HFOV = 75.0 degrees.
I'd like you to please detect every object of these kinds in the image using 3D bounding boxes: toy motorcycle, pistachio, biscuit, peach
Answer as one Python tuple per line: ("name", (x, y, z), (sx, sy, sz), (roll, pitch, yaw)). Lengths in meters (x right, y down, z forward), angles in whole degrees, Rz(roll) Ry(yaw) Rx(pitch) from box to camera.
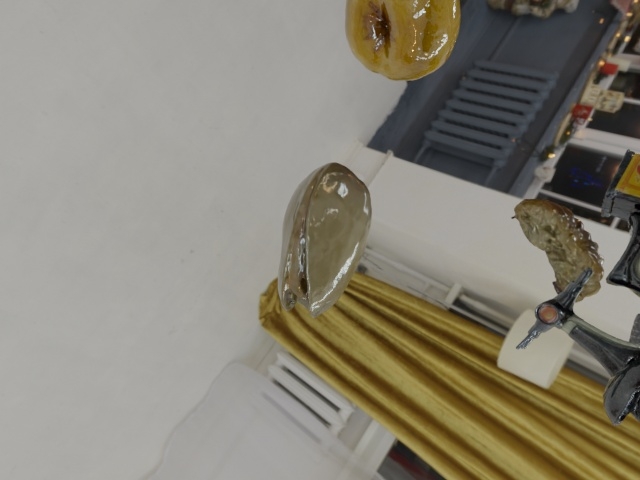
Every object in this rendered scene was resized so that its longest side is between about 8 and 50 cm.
("toy motorcycle", (0.323, 0.051, 0.416), (0.262, 0.157, 0.091), (-60, 144, -4))
("pistachio", (0.000, 0.000, 0.601), (0.136, 0.136, 0.225), (12, 94, -57))
("biscuit", (0.402, 0.001, 0.683), (0.118, 0.182, 0.061), (-20, 163, -32))
("peach", (0.110, -0.316, 0.590), (0.103, 0.179, 0.179), (-40, 141, -25))

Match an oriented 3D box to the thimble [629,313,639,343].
("thimble", (0.576, 0.165, 0.689), (0.095, 0.104, 0.066), (19, 90, -20))
